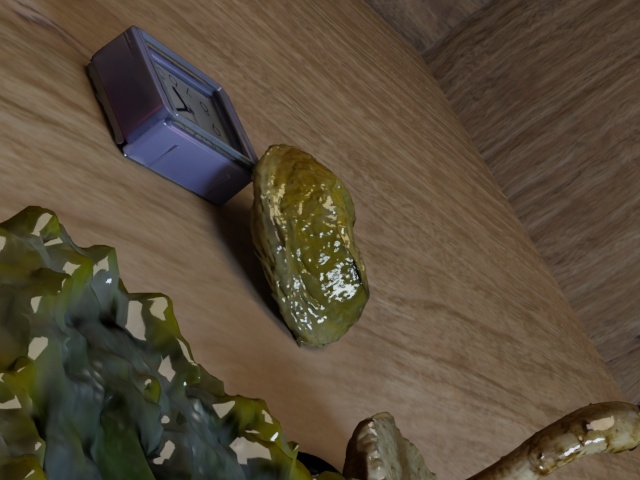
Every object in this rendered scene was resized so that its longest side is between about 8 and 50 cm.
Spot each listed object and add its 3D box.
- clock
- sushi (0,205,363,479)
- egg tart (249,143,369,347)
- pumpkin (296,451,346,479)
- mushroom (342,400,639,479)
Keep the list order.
[{"bbox_3d":[-0.160,-0.135,1.406,0.193,0.073,0.145,30,28,-55],"label":"clock"},{"bbox_3d":[-0.111,0.190,0.556,0.396,0.240,0.351,52,17,-35],"label":"sushi"},{"bbox_3d":[0.000,0.000,1.442,0.232,0.098,0.252,41,38,-62],"label":"egg tart"},{"bbox_3d":[-0.002,0.250,0.946,0.194,0.150,0.194,25,31,-16],"label":"pumpkin"},{"bbox_3d":[0.144,0.213,1.192,0.208,0.302,0.233,25,-18,36],"label":"mushroom"}]
